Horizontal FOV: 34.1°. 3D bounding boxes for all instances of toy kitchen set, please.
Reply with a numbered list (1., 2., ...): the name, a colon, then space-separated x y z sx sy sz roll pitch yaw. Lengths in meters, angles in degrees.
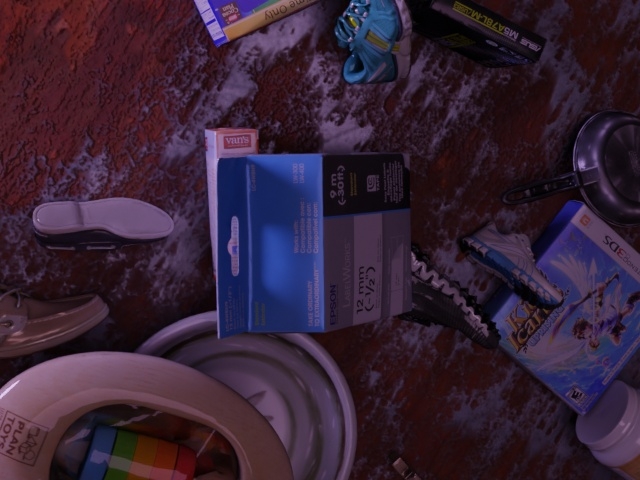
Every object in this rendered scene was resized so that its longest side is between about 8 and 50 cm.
1. toy kitchen set: 0.130 0.405 1.701 0.075 0.068 0.083 -42 104 -5

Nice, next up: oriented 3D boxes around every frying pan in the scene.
1. frying pan: 0.441 -0.130 1.680 0.326 0.053 0.197 10 77 -24

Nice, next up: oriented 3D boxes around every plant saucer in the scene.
1. plant saucer: -0.146 0.297 1.608 0.400 0.100 0.401 -2 97 -12

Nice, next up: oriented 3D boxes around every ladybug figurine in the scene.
1. ladybug figurine: -0.258 0.300 1.449 0.449 0.162 0.305 23 93 -15

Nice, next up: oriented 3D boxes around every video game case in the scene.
1. video game case: 0.426 0.113 1.735 0.244 0.061 0.269 39 88 -13

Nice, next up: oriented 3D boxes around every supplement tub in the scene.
1. supplement tub: 0.542 0.336 1.746 0.199 0.144 0.144 35 89 -15

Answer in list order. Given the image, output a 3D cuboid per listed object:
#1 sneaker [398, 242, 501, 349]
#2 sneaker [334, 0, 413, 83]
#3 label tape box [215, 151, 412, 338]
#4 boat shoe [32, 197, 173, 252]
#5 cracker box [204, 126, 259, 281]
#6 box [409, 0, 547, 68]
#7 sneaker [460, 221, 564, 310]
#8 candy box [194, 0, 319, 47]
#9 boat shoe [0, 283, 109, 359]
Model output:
1. sneaker: 0.179 0.102 1.660 0.234 0.078 0.106 43 106 2
2. sneaker: 0.074 -0.315 1.512 0.109 0.275 0.107 -13 59 -3
3. label tape box: 0.000 0.000 1.492 0.347 0.115 0.249 -8 99 -56
4. boat shoe: -0.325 -0.017 1.559 0.206 0.075 0.065 1 140 -18
5. cracker box: -0.127 -0.049 1.538 0.067 0.155 0.232 -4 98 -11
6. box: 0.218 -0.317 1.564 0.184 0.190 0.045 21 91 -15
7. sneaker: 0.318 0.032 1.658 0.083 0.071 0.190 -42 63 -16
8. candy box: -0.093 -0.479 1.508 0.268 0.122 0.317 -28 103 -8
9. boat shoe: -0.461 0.115 1.512 0.302 0.109 0.098 -13 101 -5
